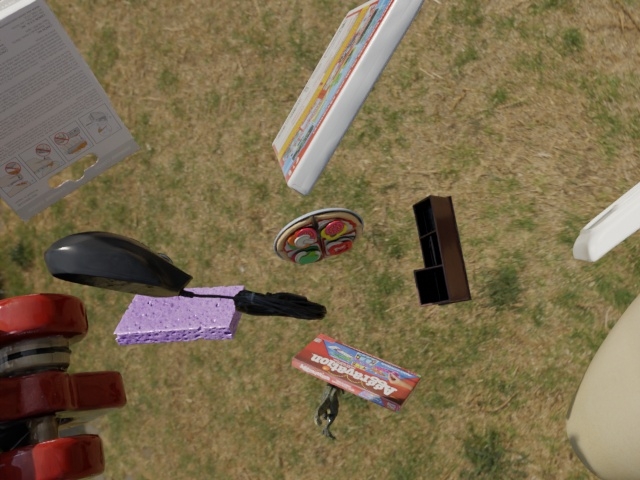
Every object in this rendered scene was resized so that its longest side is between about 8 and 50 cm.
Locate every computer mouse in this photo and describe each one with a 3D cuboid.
[{"bbox_3d":[-0.099,0.031,0.490,0.071,0.242,0.041,-17,63,54],"label":"computer mouse"}]

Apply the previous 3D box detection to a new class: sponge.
[{"bbox_3d":[-0.243,0.130,1.036,0.210,0.117,0.031,-5,123,10],"label":"sponge"}]

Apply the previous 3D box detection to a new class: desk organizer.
[{"bbox_3d":[0.138,0.013,0.708,0.047,0.050,0.130,-16,79,39],"label":"desk organizer"}]

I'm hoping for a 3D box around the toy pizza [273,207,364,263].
[{"bbox_3d":[0.000,0.000,1.255,0.201,0.201,0.032,-36,57,28],"label":"toy pizza"}]

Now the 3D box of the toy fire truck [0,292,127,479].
[{"bbox_3d":[-0.352,0.164,0.530,0.254,0.302,0.169,-25,71,29],"label":"toy fire truck"}]

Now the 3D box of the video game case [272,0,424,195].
[{"bbox_3d":[0.012,-0.168,0.647,0.025,0.285,0.204,29,101,-14],"label":"video game case"}]

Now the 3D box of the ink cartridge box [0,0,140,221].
[{"bbox_3d":[-0.351,-0.155,0.703,0.181,0.224,0.056,-35,51,-11],"label":"ink cartridge box"}]

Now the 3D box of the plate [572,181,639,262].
[{"bbox_3d":[0.557,-0.067,1.024,0.277,0.278,0.045,-42,78,13],"label":"plate"}]

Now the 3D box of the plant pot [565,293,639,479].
[{"bbox_3d":[0.433,0.195,0.717,0.256,0.256,0.274,49,143,20],"label":"plant pot"}]

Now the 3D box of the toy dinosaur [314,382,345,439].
[{"bbox_3d":[0.021,0.406,1.431,0.064,0.268,0.118,11,112,13],"label":"toy dinosaur"}]

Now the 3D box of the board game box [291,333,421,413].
[{"bbox_3d":[0.087,0.313,1.413,0.281,0.145,0.027,19,116,23],"label":"board game box"}]
